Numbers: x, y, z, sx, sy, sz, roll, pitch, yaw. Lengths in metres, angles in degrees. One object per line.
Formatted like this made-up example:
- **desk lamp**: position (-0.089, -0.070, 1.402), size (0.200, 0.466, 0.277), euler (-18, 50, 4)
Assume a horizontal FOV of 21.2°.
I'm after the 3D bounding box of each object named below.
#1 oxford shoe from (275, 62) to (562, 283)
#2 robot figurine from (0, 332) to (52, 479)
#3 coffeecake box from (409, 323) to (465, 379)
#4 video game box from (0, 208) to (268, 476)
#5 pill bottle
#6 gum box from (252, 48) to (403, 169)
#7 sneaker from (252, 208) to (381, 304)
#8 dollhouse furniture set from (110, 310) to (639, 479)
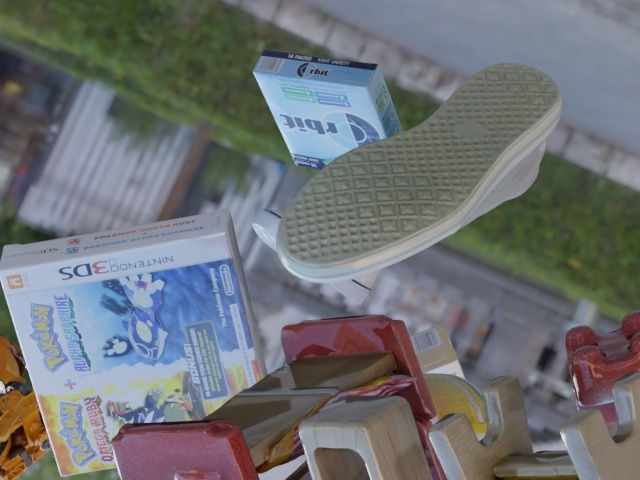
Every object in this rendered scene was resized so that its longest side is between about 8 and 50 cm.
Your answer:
- **oxford shoe**: position (0.126, -0.059, 2.008), size (0.169, 0.449, 0.130), euler (35, 140, 25)
- **robot figurine**: position (-0.398, 0.175, 1.954), size (0.291, 0.211, 0.085), euler (28, 142, 33)
- **coffeecake box**: position (0.133, 0.211, 2.380), size (0.185, 0.142, 0.068), euler (66, -177, -53)
- **video game box**: position (-0.145, 0.085, 1.385), size (0.187, 0.205, 0.048), euler (-9, -153, 6)
- **pill bottle**: position (0.072, 0.179, 1.552), size (0.117, 0.117, 0.208), euler (23, -172, 28)
- **gum box**: position (0.018, -0.151, 2.094), size (0.157, 0.041, 0.184), euler (11, 149, 26)
- **sneaker**: position (0.000, 0.000, 2.333), size (0.094, 0.091, 0.258), euler (30, 177, 38)
- **dollhouse furniture set**: position (0.073, 0.145, 1.049), size (0.374, 0.152, 0.201), euler (-7, -165, 41)
